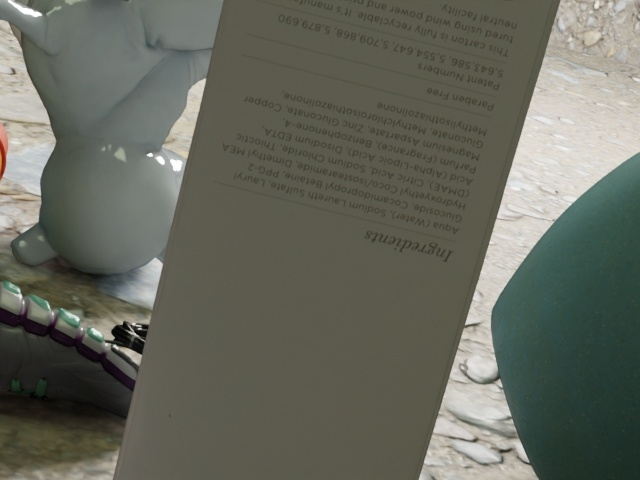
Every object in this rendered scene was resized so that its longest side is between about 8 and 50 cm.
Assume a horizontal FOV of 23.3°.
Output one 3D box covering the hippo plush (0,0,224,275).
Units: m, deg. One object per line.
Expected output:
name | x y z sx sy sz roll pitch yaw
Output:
hippo plush | -0.136 -0.096 1.234 0.234 0.236 0.294 -6 9 -1

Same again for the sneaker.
sneaker | -0.217 0.072 0.975 0.223 0.098 0.083 32 -17 -10

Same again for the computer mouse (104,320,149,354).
computer mouse | -0.175 0.059 1.071 0.242 0.041 0.071 7 18 -28

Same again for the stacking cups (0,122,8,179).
stacking cups | -0.302 -0.048 1.218 0.096 0.096 0.316 12 16 -10

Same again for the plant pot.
plant pot | 0.227 0.079 1.034 0.195 0.290 0.290 -19 10 14

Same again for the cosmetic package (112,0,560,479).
cosmetic package | 0.000 0.000 0.821 0.156 0.385 0.217 16 14 -2
